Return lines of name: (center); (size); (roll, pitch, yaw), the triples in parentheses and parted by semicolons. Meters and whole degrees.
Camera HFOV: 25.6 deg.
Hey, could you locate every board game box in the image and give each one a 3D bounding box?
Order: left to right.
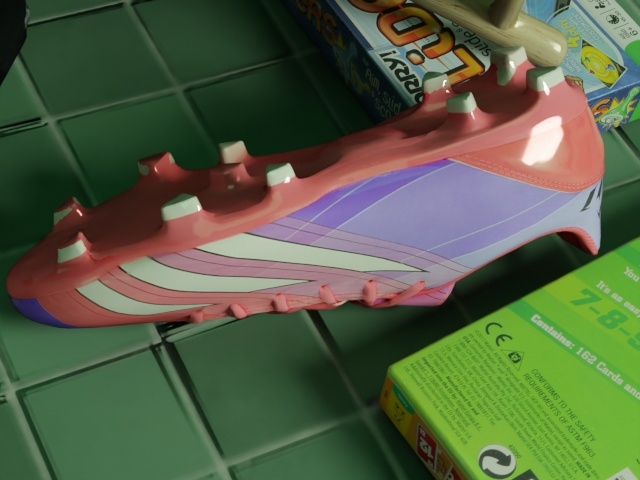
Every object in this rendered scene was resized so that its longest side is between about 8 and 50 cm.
board game box: (0.059, -0.121, 0.697); (0.136, 0.035, 0.201); (-22, 59, -24)
board game box: (0.164, 0.051, 0.581); (0.259, 0.039, 0.124); (-26, 61, -23)

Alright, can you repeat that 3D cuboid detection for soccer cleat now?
soccer cleat: (0.000, 0.000, 0.571); (0.248, 0.095, 0.083); (-20, 23, -7)

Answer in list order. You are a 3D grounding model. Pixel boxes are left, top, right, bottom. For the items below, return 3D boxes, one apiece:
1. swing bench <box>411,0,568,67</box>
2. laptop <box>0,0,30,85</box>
swing bench: (0.039, -0.249, 0.610); (0.255, 0.165, 0.253); (22, 78, 4)
laptop: (-0.194, -0.165, 0.563); (0.136, 0.234, 0.264); (-30, 63, -29)
